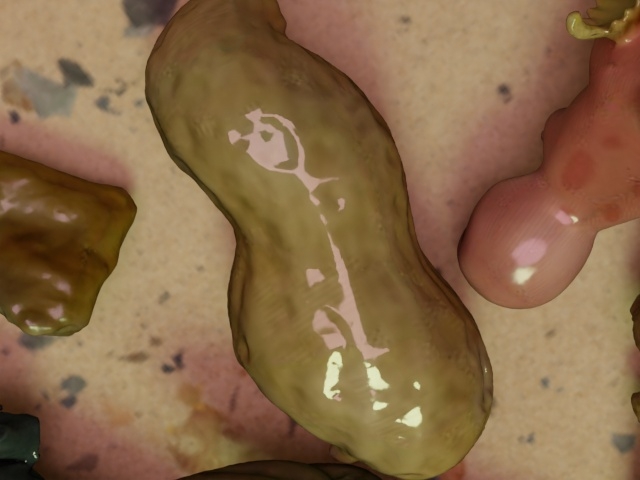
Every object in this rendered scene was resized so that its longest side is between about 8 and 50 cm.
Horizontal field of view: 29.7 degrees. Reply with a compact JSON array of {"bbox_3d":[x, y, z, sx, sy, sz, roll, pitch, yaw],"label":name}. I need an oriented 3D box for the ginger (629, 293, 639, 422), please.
[{"bbox_3d":[0.233,0.086,0.594,0.270,0.123,0.219,-44,80,15],"label":"ginger"}]

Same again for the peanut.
[{"bbox_3d":[0.000,0.000,0.586,0.117,0.101,0.263,-24,100,-13],"label":"peanut"}]

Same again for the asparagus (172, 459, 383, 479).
[{"bbox_3d":[0.048,0.164,0.623,0.287,0.080,0.080,18,100,-18],"label":"asparagus"}]

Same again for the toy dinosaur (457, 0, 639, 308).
[{"bbox_3d":[0.134,-0.055,0.554,0.152,0.194,0.177,43,76,-16],"label":"toy dinosaur"}]

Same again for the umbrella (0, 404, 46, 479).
[{"bbox_3d":[-0.160,0.160,0.618,0.348,0.094,0.143,28,76,-10],"label":"umbrella"}]

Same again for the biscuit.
[{"bbox_3d":[-0.195,0.020,0.581,0.183,0.039,0.174,15,61,-5],"label":"biscuit"}]
